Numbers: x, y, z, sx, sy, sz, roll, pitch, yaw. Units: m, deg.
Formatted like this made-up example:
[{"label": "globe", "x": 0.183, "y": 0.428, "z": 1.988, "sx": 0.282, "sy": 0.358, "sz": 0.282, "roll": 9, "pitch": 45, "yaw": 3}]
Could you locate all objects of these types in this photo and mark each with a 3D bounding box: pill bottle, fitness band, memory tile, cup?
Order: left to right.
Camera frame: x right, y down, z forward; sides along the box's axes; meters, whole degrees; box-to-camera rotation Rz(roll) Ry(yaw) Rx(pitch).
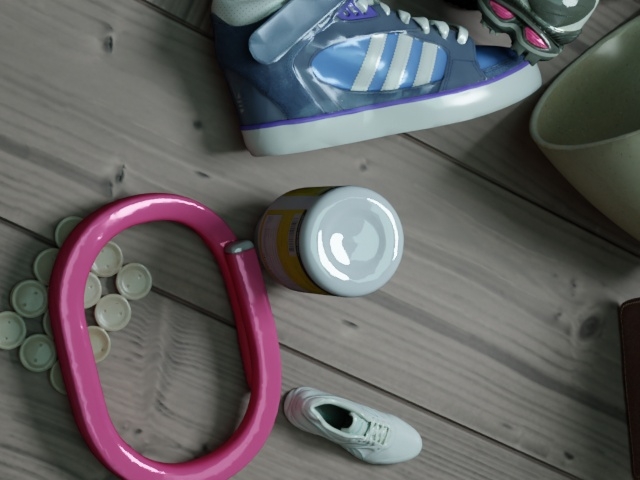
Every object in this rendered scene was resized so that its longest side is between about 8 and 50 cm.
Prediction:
[{"label": "memory tile", "x": -0.238, "y": 0.062, "z": 1.625, "sx": 0.113, "sy": 0.012, "sz": 0.148, "roll": 38, "pitch": 78, "yaw": -17}, {"label": "fitness band", "x": -0.146, "y": 0.099, "z": 1.628, "sx": 0.209, "sy": 0.054, "sz": 0.291, "roll": -16, "pitch": 99, "yaw": -23}, {"label": "pill bottle", "x": 0.000, "y": 0.000, "z": 1.620, "sx": 0.103, "sy": 0.184, "sz": 0.103, "roll": 0, "pitch": 91, "yaw": -20}, {"label": "cup", "x": 0.409, "y": -0.096, "z": 1.706, "sx": 0.331, "sy": 0.331, "sz": 0.237, "roll": -39, "pitch": 109, "yaw": -16}]

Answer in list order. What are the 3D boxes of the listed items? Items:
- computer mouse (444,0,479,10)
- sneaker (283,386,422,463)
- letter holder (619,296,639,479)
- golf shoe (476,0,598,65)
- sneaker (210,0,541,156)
[{"label": "computer mouse", "x": 0.092, "y": -0.296, "z": 1.728, "sx": 0.242, "sy": 0.041, "sz": 0.071, "roll": 18, "pitch": 85, "yaw": -19}, {"label": "sneaker", "x": 0.039, "y": 0.190, "z": 1.705, "sx": 0.152, "sy": 0.061, "sz": 0.053, "roll": 21, "pitch": 82, "yaw": -21}, {"label": "letter holder", "x": 0.447, "y": 0.149, "z": 1.726, "sx": 0.152, "sy": 0.302, "sz": 0.214, "roll": -9, "pitch": 94, "yaw": -20}, {"label": "golf shoe", "x": 0.150, "y": -0.291, "z": 1.650, "sx": 0.273, "sy": 0.105, "sz": 0.120, "roll": 35, "pitch": 111, "yaw": -6}, {"label": "sneaker", "x": 0.052, "y": -0.225, "z": 1.665, "sx": 0.323, "sy": 0.130, "sz": 0.236, "roll": -13, "pitch": 100, "yaw": -14}]
